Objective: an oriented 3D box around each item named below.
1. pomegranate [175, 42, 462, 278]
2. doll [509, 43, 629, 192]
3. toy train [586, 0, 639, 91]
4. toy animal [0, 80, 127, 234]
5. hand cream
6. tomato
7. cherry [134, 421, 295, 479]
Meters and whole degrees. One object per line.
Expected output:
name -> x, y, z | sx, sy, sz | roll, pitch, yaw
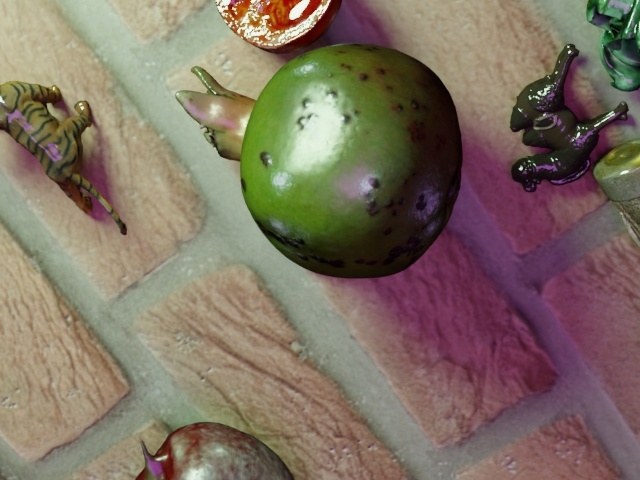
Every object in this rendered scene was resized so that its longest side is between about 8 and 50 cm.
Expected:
pomegranate -> 0.000, -0.085, 1.037 | 0.324, 0.291, 0.290 | 0, 106, -2
doll -> 0.293, -0.139, 1.144 | 0.139, 0.057, 0.165 | 42, 107, -13
toy train -> 0.462, -0.268, 1.057 | 0.299, 0.167, 0.238 | 19, 95, -6
toy animal -> -0.321, -0.106, 1.133 | 0.255, 0.116, 0.114 | 43, 104, -10
hand cream -> 0.422, -0.029, 1.167 | 0.084, 0.084, 0.203 | -31, 111, 9
tomato -> -0.042, -0.286, 1.093 | 0.159, 0.091, 0.139 | 33, 95, 20
cherry -> -0.135, 0.364, 1.216 | 0.300, 0.203, 0.230 | 38, 96, -17
